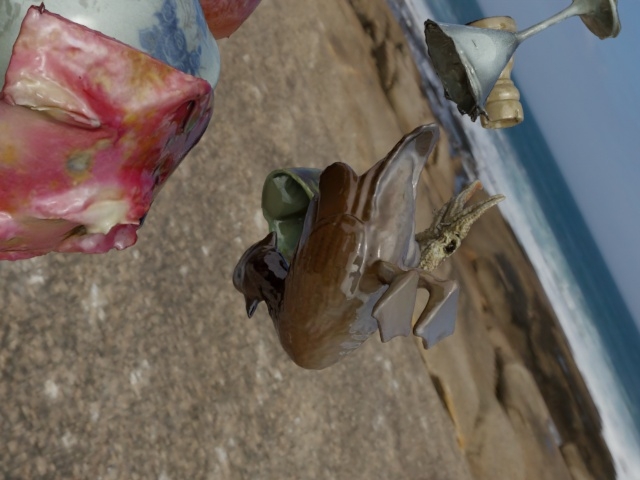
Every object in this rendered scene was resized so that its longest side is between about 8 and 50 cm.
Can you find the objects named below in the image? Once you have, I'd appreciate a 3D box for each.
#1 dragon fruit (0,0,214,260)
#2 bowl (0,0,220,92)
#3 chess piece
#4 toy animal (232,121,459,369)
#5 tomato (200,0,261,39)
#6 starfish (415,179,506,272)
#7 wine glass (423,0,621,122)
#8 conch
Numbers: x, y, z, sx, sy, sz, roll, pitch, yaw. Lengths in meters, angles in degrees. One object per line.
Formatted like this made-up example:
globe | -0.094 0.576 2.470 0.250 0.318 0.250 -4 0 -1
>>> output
dragon fruit | -0.157 -0.050 0.569 0.126 0.161 0.274 24 1 -20
bowl | -0.229 -0.234 0.765 0.313 0.146 0.313 11 40 -10
chess piece | 0.204 -0.194 1.025 0.066 0.066 0.122 16 68 -69
toy animal | 0.016 -0.001 0.608 0.179 0.188 0.089 24 3 44
tomato | -0.156 -0.357 1.118 0.184 0.208 0.208 30 33 -32
starfish | 0.149 0.003 1.220 0.050 0.247 0.138 49 0 -11
wine glass | 0.212 -0.217 0.921 0.122 0.183 0.122 62 -4 8
conch | 0.002 0.000 1.131 0.187 0.181 0.124 46 39 17
